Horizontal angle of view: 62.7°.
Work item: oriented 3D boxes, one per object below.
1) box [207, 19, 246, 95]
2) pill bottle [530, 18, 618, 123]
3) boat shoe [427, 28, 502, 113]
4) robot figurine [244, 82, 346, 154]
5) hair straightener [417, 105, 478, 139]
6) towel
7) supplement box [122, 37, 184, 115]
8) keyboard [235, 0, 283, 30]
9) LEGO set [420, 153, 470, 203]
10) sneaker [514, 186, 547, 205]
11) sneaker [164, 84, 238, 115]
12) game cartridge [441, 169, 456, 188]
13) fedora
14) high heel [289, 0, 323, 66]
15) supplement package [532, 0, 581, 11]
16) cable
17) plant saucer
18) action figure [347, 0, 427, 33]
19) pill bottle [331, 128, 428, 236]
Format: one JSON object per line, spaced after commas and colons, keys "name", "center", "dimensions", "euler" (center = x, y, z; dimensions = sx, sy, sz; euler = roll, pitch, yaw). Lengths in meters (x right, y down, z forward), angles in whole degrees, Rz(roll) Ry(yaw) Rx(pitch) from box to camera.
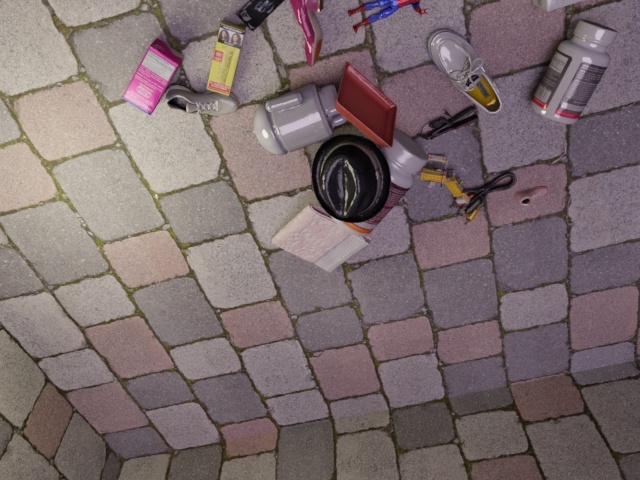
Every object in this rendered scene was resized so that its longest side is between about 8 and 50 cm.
{"name": "box", "center": [-0.328, -0.628, 1.814], "dimensions": [0.087, 0.058, 0.232], "euler": [15, 123, -13]}
{"name": "pill bottle", "center": [0.878, -0.582, 1.816], "dimensions": [0.176, 0.176, 0.318], "euler": [11, 124, -10]}
{"name": "boat shoe", "center": [0.512, -0.571, 1.823], "dimensions": [0.136, 0.156, 0.367], "euler": [-37, 119, 21]}
{"name": "robot figurine", "center": [-0.089, -0.429, 1.874], "dimensions": [0.353, 0.199, 0.300], "euler": [-19, 155, 12]}
{"name": "hair straightener", "center": [0.472, -0.451, 1.981], "dimensions": [0.230, 0.047, 0.089], "euler": [-21, 123, 17]}
{"name": "towel", "center": [0.000, 0.000, 2.198], "dimensions": [0.317, 0.053, 0.332], "euler": [29, 141, -20]}
{"name": "supplement box", "center": [-0.577, -0.566, 1.818], "dimensions": [0.114, 0.111, 0.220], "euler": [32, 117, -21]}
{"name": "keyboard", "center": [-0.200, -0.791, 1.729], "dimensions": [0.180, 0.023, 0.108], "euler": [-37, 125, 20]}
{"name": "LEGO set", "center": [0.490, -0.255, 2.080], "dimensions": [0.287, 0.107, 0.132], "euler": [21, 152, -9]}
{"name": "sneaker", "center": [0.876, -0.179, 2.162], "dimensions": [0.134, 0.070, 0.051], "euler": [-13, 122, 6]}
{"name": "sneaker", "center": [-0.428, -0.482, 1.876], "dimensions": [0.262, 0.121, 0.099], "euler": [4, 125, -5]}
{"name": "game cartridge", "center": [0.522, -0.250, 2.133], "dimensions": [0.056, 0.017, 0.083], "euler": [2, 125, 1]}
{"name": "fedora", "center": [0.090, -0.202, 1.855], "dimensions": [0.334, 0.152, 0.334], "euler": [7, 113, 17]}
{"name": "high heel", "center": [-0.057, -0.712, 1.767], "dimensions": [0.117, 0.082, 0.244], "euler": [17, 137, 14]}
{"name": "supplement package", "center": [0.811, -0.838, 1.657], "dimensions": [0.244, 0.139, 0.134], "euler": [-14, 123, 9]}
{"name": "cable", "center": [0.661, -0.198, 2.169], "dimensions": [0.287, 0.072, 0.139], "euler": [-43, 99, 11]}
{"name": "plant saucer", "center": [0.155, -0.465, 1.837], "dimensions": [0.258, 0.259, 0.048], "euler": [35, 135, -23]}
{"name": "action figure", "center": [0.235, -0.756, 1.703], "dimensions": [0.280, 0.139, 0.091], "euler": [-21, 124, 10]}
{"name": "pill bottle", "center": [0.216, -0.222, 2.017], "dimensions": [0.224, 0.224, 0.392], "euler": [29, 120, -20]}
